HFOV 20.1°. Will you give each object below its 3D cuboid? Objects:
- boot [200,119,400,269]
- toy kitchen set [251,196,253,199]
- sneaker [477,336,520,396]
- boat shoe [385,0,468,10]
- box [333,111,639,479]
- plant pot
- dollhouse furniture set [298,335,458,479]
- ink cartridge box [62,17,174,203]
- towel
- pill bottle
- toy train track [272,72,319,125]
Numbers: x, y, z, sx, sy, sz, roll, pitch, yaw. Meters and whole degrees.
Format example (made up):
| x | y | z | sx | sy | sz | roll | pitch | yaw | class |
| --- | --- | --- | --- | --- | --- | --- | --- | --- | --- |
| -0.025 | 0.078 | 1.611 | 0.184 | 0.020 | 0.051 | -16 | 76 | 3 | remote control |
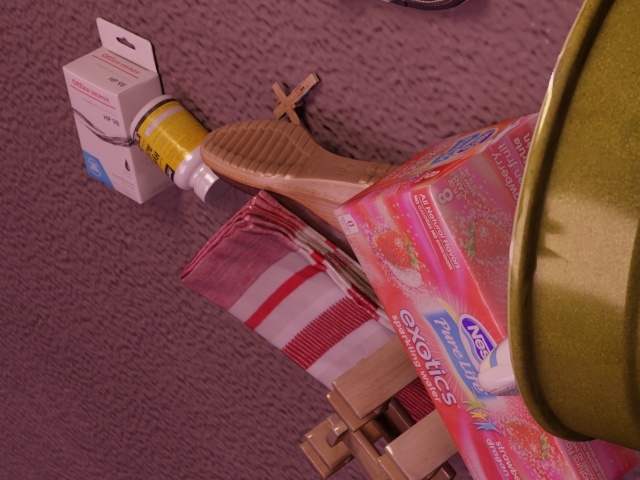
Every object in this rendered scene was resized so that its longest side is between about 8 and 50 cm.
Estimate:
| x | y | z | sx | sy | sz | roll | pitch | yaw | class |
| --- | --- | --- | --- | --- | --- | --- | --- | --- | --- |
| 0.000 | 0.000 | 1.739 | 0.248 | 0.090 | 0.207 | 17 | 136 | 29 | boot |
| -0.044 | -0.003 | 1.857 | 0.075 | 0.083 | 0.068 | 23 | 95 | 43 | toy kitchen set |
| 0.214 | 0.025 | 1.405 | 0.126 | 0.240 | 0.091 | 66 | -167 | 19 | sneaker |
| 0.044 | -0.224 | 1.517 | 0.206 | 0.065 | 0.075 | 21 | 135 | 45 | boat shoe |
| 0.164 | 0.062 | 1.534 | 0.154 | 0.142 | 0.300 | -12 | 108 | 58 | box |
| 0.351 | 0.001 | 1.047 | 0.353 | 0.366 | 0.366 | 19 | 134 | 31 | plant pot |
| 0.123 | 0.205 | 1.699 | 0.242 | 0.161 | 0.212 | 51 | 159 | 13 | dollhouse furniture set |
| -0.222 | -0.143 | 1.983 | 0.104 | 0.060 | 0.180 | 28 | 139 | 41 | ink cartridge box |
| 0.024 | 0.097 | 1.768 | 0.329 | 0.037 | 0.237 | 37 | 153 | -5 | towel |
| -0.142 | -0.094 | 1.910 | 0.116 | 0.065 | 0.065 | 45 | 148 | 20 | pill bottle |
| -0.021 | -0.140 | 1.744 | 0.048 | 0.014 | 0.083 | 61 | 145 | 7 | toy train track |
